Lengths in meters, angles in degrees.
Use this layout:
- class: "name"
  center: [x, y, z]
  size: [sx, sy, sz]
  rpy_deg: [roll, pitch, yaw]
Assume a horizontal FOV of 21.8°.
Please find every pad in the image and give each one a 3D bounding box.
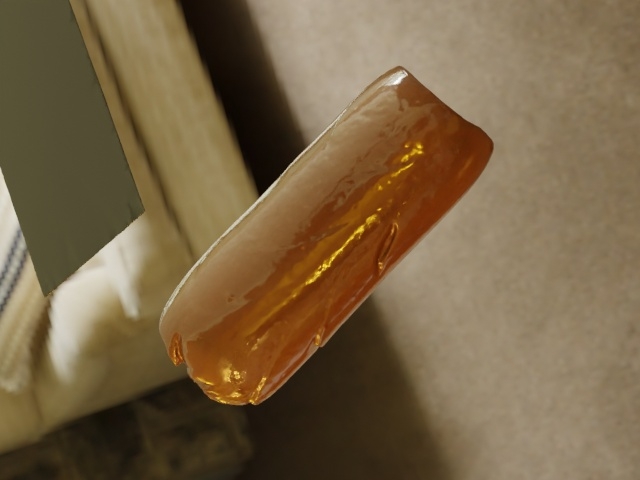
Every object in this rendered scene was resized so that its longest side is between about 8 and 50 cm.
- class: "pad"
  center: [-0.143, -0.079, 0.818]
  size: [0.127, 0.004, 0.190]
  rpy_deg: [-34, 74, 54]

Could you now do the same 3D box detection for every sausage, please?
- class: "sausage"
  center: [-0.001, 0.001, 1.322]
  size: [0.121, 0.304, 0.121]
  rpy_deg: [44, -178, -1]
